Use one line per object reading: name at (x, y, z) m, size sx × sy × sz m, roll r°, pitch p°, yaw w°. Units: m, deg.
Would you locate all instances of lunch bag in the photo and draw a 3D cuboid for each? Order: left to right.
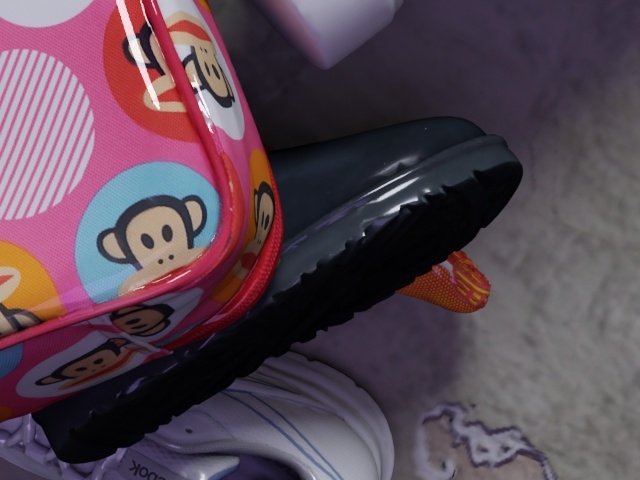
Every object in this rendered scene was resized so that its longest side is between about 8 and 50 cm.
lunch bag at (-0.184, -0.045, 0.706) m, size 0.293 × 0.120 × 0.258 m, roll -23°, pitch 78°, yaw 8°

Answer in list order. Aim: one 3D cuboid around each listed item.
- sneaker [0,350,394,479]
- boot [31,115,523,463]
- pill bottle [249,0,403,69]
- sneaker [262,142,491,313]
sneaker at (-0.097, 0.079, 0.851) m, size 0.297 × 0.129 × 0.111 m, roll 20°, pitch 106°, yaw -8°
boot at (-0.062, -0.045, 0.790) m, size 0.246 × 0.094 × 0.207 m, roll -31°, pitch 71°, yaw 3°
pill bottle at (0.078, -0.212, 0.731) m, size 0.301 × 0.169 × 0.169 m, roll -40°, pitch 105°, yaw -4°
sneaker at (0.000, 0.000, 0.871) m, size 0.175 × 0.064 × 0.067 m, roll 23°, pitch 100°, yaw 2°
